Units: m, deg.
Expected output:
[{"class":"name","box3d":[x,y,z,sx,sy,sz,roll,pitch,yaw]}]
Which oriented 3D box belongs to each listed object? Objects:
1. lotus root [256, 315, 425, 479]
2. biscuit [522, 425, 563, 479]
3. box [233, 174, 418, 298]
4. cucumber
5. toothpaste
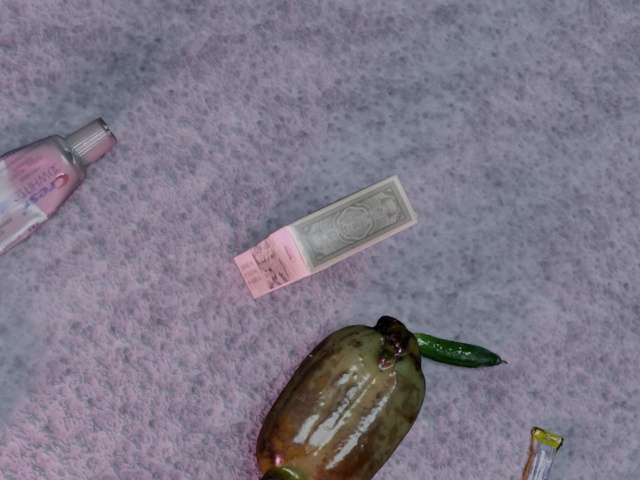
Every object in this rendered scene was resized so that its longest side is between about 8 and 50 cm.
[{"class":"lotus root","box3d":[0.016,0.239,1.549,0.173,0.173,0.309,44,69,-6]},{"class":"biscuit","box3d":[0.285,0.408,1.668,0.048,0.026,0.292,24,72,-8]},{"class":"box","box3d":[0.000,0.000,1.533,0.164,0.256,0.069,-26,89,-21]},{"class":"cucumber","box3d":[0.195,0.162,1.684,0.155,0.037,0.037,14,75,-14]},{"class":"toothpaste","box3d":[-0.390,-0.068,1.530,0.282,0.068,0.099,-37,64,-15]}]
